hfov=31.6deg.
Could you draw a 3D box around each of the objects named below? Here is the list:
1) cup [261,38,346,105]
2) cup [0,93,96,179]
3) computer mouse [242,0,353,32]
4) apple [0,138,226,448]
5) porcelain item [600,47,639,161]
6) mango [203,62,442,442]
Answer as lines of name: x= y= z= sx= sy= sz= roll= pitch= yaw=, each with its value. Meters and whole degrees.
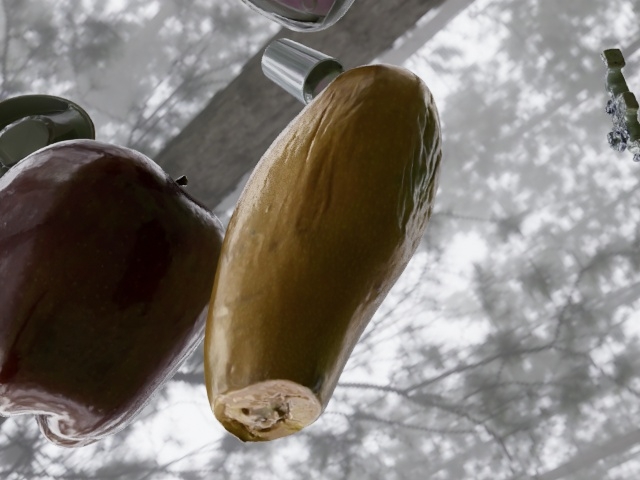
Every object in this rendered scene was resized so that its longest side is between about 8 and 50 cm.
cup: x=-0.015 y=-0.223 z=1.553 sx=0.116 sy=0.074 sz=0.104 roll=35 pitch=-179 yaw=43
cup: x=-0.391 y=-0.048 z=1.555 sx=0.182 sy=0.264 sz=0.226 roll=7 pitch=-130 yaw=7
computer mouse: x=0.016 y=-0.379 z=1.219 sx=0.158 sy=0.310 sz=0.072 roll=27 pitch=-169 yaw=-9
apple: x=-0.252 y=0.052 z=1.196 sx=0.288 sy=0.288 sz=0.316 roll=35 pitch=-105 yaw=-21
porcelain item: x=0.291 y=-0.113 z=1.086 sx=0.021 sy=0.075 sz=0.136 roll=-8 pitch=-122 yaw=-4
mango: x=-0.003 y=0.002 z=0.970 sx=0.144 sy=0.187 sz=0.359 roll=33 pitch=-104 yaw=-25
